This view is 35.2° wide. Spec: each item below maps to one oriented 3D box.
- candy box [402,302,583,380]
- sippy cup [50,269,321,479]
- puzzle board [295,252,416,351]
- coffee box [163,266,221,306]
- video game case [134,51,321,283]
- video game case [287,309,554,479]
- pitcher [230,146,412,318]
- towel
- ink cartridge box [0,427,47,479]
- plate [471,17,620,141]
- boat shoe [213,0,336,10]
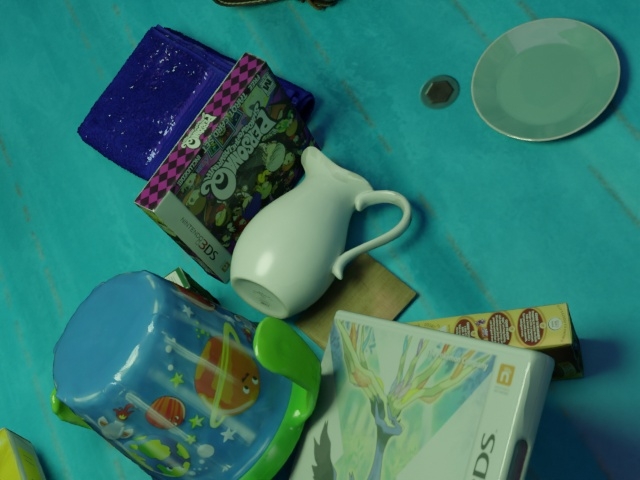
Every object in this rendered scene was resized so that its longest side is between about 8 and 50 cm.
[{"bbox_3d":[0.187,0.122,1.109,0.187,0.109,0.053,-10,60,17],"label":"candy box"},{"bbox_3d":[-0.167,0.154,1.126,0.305,0.224,0.240,-43,37,8],"label":"sippy cup"},{"bbox_3d":[0.043,0.086,1.243,0.128,0.011,0.096,-47,59,-6],"label":"puzzle board"},{"bbox_3d":[-0.222,0.117,1.271,0.184,0.113,0.040,-36,58,3],"label":"coffee box"},{"bbox_3d":[-0.109,-0.086,1.274,0.042,0.210,0.232,28,76,30],"label":"video game case"},{"bbox_3d":[0.072,0.233,1.004,0.329,0.036,0.300,6,78,59],"label":"video game case"},{"bbox_3d":[0.000,0.000,1.244,0.178,0.125,0.207,20,61,27],"label":"pitcher"},{"bbox_3d":[-0.187,-0.179,1.434,0.308,0.076,0.227,29,76,31],"label":"towel"},{"bbox_3d":[-0.412,0.411,1.140,0.303,0.072,0.307,-48,31,-3],"label":"ink cartridge box"},{"bbox_3d":[0.288,-0.203,1.291,0.188,0.024,0.188,-9,61,18],"label":"plate"},{"bbox_3d":[-0.007,-0.403,1.458,0.342,0.123,0.123,-16,58,6],"label":"boat shoe"}]
